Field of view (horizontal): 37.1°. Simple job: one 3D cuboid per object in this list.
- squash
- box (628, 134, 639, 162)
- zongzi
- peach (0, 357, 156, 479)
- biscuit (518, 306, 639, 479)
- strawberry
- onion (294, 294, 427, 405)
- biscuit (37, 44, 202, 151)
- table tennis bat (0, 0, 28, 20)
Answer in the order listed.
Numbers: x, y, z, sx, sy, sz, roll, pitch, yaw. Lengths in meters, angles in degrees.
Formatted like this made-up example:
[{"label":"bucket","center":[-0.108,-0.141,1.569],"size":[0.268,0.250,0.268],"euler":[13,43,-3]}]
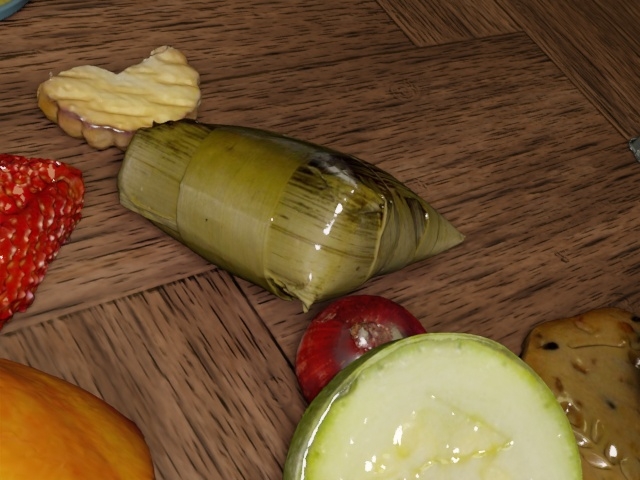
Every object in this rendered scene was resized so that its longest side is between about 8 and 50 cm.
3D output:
[{"label":"squash","center":[0.098,0.205,0.792],"size":[0.251,0.049,0.252],"euler":[2,80,-13]},{"label":"box","center":[0.529,-0.145,1.415],"size":[0.122,0.069,0.084],"euler":[-12,56,-35]},{"label":"zongzi","center":[-0.022,-0.038,0.978],"size":[0.273,0.145,0.300],"euler":[24,14,28]},{"label":"peach","center":[-0.250,0.223,0.459],"size":[0.309,0.335,0.406],"euler":[18,44,-19]},{"label":"biscuit","center":[0.357,0.219,1.010],"size":[0.358,0.046,0.359],"euler":[15,45,-15]},{"label":"strawberry","center":[-0.314,-0.017,0.811],"size":[0.188,0.106,0.286],"euler":[40,44,8]},{"label":"onion","center":[0.040,0.112,0.878],"size":[0.131,0.131,0.131],"euler":[15,46,-16]},{"label":"biscuit","center":[-0.204,-0.139,1.016],"size":[0.183,0.061,0.118],"euler":[-18,63,-36]},{"label":"table tennis bat","center":[-0.406,-0.324,1.091],"size":[0.329,0.044,0.215],"euler":[-23,63,-39]}]
